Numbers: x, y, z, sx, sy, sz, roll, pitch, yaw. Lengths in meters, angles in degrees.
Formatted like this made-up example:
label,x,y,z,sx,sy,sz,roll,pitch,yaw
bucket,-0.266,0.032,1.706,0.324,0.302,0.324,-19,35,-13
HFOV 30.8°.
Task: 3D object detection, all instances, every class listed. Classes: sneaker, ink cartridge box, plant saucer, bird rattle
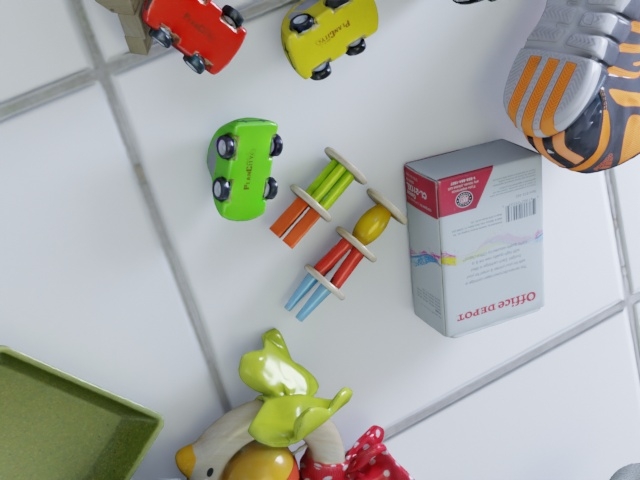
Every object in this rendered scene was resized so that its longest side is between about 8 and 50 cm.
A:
label,x,y,z,sx,sy,sz,roll,pitch,yaw
sneaker,0.308,-0.216,1.197,0.180,0.124,0.321,33,85,-48
ink cartridge box,0.161,-0.003,1.211,0.127,0.072,0.175,-15,115,-22
plant saucer,-0.271,0.201,1.080,0.188,0.045,0.188,31,93,-32
bird rattle,-0.035,0.222,1.194,0.207,0.143,0.253,-30,133,-2

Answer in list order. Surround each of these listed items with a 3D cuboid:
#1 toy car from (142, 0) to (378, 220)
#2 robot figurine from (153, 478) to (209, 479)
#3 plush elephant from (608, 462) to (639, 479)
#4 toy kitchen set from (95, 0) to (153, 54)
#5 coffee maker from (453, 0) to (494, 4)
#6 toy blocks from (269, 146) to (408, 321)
label,x,y,z,sx,sy,sz,roll,pitch,yaw
toy car,-0.068,-0.129,1.053,0.239,0.053,0.225,-5,115,-34
robot figurine,-0.138,0.364,1.091,0.300,0.199,0.354,-35,139,-31
plush elephant,0.330,0.402,1.369,0.330,0.271,0.256,19,59,-63
toy kitchen set,-0.178,-0.214,0.989,0.083,0.075,0.068,80,21,-59
coffee maker,0.139,-0.307,1.032,0.178,0.171,0.120,40,71,-34
toy blocks,0.000,0.000,1.141,0.148,0.054,0.123,-50,123,-2
